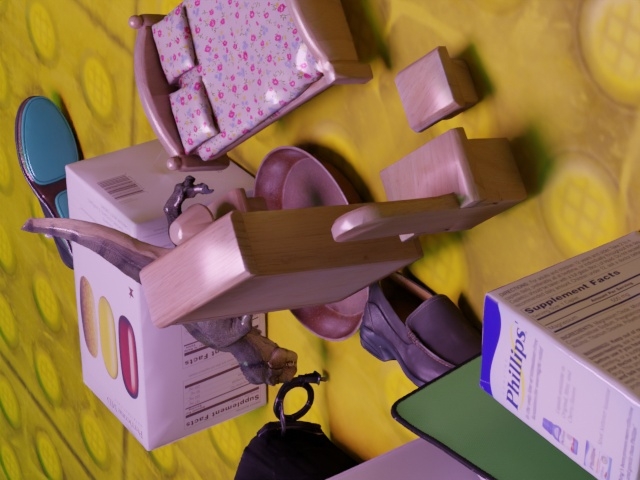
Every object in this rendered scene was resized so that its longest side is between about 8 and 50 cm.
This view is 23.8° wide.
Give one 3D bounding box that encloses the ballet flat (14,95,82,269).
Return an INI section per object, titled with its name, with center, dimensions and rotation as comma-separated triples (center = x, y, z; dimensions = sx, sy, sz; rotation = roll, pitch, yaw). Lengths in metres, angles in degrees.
[ballet flat]
center = -0.289, -0.057, 1.661
dimensions = 0.074, 0.074, 0.203
rotation = -27, 85, 60

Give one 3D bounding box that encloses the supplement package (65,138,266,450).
[supplement package]
center = -0.140, 0.046, 1.406
dimensions = 0.139, 0.134, 0.244
rotation = 36, 135, 46

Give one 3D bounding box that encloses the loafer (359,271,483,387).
[loafer]
center = 0.084, 0.070, 1.127
dimensions = 0.170, 0.062, 0.061
rotation = 23, 121, 51

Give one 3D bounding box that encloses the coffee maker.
[coffee maker]
center = 0.010, 0.227, 1.277
dimensions = 0.178, 0.120, 0.171
rotation = 24, 125, 51

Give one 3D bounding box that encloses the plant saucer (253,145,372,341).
[plant saucer]
center = 0.000, 0.000, 1.255
dimensions = 0.168, 0.029, 0.168
rotation = 34, 133, 46

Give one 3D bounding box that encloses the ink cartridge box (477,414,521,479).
[ink cartridge box]
center = 0.176, 0.154, 0.975
dimensions = 0.181, 0.104, 0.061
rotation = 52, 145, 29

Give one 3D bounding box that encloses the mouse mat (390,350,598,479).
[mouse mat]
center = 0.154, 0.109, 0.940
dimensions = 0.189, 0.152, 0.007
rotation = 28, 137, 50

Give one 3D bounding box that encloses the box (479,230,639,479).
[box]
center = 0.185, 0.070, 0.894
dimensions = 0.137, 0.126, 0.072
rotation = 38, 138, 44

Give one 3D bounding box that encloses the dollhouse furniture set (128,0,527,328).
[dollhouse furniture set]
center = -0.059, -0.134, 1.095
dimensions = 0.303, 0.174, 0.355
rotation = -29, 74, 45

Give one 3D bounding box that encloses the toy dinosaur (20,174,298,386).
[toy dinosaur]
center = -0.102, 0.019, 1.259
dimensions = 0.268, 0.118, 0.064
rotation = 36, 176, -16

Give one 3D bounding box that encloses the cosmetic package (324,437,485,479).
[cosmetic package]
center = 0.022, 0.269, 1.017
dimensions = 0.156, 0.385, 0.217
rotation = 54, 149, 29
